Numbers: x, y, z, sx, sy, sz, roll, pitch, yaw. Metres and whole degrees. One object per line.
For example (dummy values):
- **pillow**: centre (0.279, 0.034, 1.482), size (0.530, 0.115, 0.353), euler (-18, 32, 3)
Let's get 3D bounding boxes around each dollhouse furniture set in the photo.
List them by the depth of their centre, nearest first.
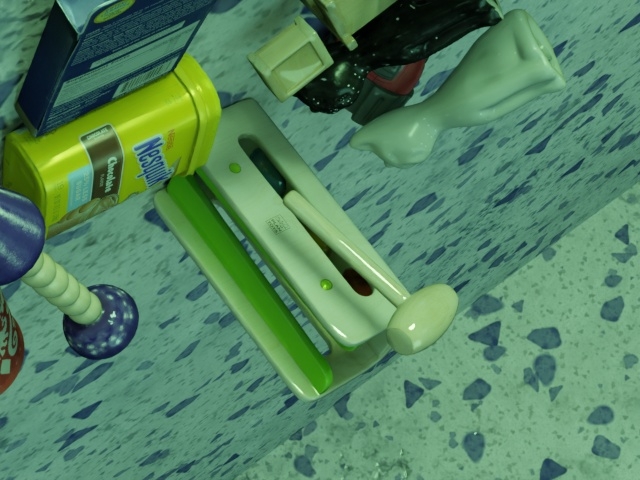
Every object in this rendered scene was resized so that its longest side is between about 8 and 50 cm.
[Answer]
- **dollhouse furniture set**: centre (-0.014, -0.238, 1.090), size (0.182, 0.101, 0.161), euler (-38, 140, -2)

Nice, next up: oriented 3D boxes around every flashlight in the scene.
- **flashlight**: centre (0.113, -0.247, 1.297), size (0.103, 0.103, 0.304), euler (-1, 136, -54)

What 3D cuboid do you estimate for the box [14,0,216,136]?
- **box**: centre (-0.140, -0.156, 0.993), size (0.136, 0.036, 0.225), euler (-30, 177, -27)

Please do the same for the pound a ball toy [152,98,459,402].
- **pound a ball toy**: centre (0.000, 0.000, 1.304), size (0.136, 0.319, 0.208), euler (-28, 161, -36)

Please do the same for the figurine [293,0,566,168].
- **figurine**: centre (0.091, -0.152, 1.248), size (0.209, 0.092, 0.215), euler (-32, 143, 20)

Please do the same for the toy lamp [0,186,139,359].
- **toy lamp**: centre (-0.227, 0.026, 1.095), size (0.080, 0.080, 0.274), euler (-38, 154, -4)

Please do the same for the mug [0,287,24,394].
- **mug**: centre (-0.311, 0.077, 1.154), size (0.113, 0.150, 0.169), euler (-17, 154, -15)

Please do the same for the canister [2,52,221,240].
- **canister**: centre (-0.178, -0.076, 1.147), size (0.170, 0.073, 0.126), euler (-29, 163, -26)
